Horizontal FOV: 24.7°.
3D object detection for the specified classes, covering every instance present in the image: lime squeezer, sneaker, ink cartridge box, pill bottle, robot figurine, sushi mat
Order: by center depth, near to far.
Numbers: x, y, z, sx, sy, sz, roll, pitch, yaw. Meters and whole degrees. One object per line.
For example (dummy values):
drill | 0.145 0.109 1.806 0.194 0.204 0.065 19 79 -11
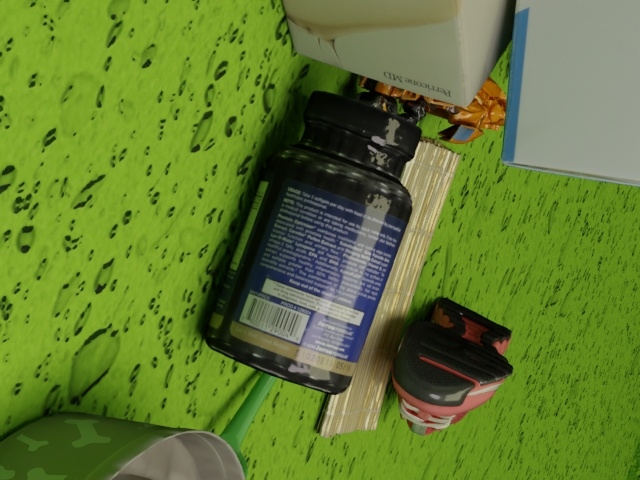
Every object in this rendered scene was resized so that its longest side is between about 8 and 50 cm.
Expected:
pill bottle | 0.000 0.000 1.153 0.123 0.123 0.219 22 89 -68
ink cartridge box | 0.249 -0.187 1.176 0.307 0.129 0.223 -35 130 -65
lime squeezer | -0.095 0.220 1.204 0.310 0.059 0.110 -64 156 -17
robot figurine | 0.121 -0.179 1.332 0.291 0.085 0.211 -6 112 -66
sushi mat | 0.073 0.049 1.496 0.151 0.019 0.316 4 105 -66
sneaker | 0.134 0.160 1.571 0.136 0.116 0.314 -66 169 12

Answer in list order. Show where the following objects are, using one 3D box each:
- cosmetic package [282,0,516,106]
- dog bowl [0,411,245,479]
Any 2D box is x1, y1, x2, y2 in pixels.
cosmetic package | 0.047 -0.249 1.012 0.113 0.160 0.309 -57 153 -27
dog bowl | -0.181 0.276 0.993 0.349 0.102 0.348 -47 148 -42
